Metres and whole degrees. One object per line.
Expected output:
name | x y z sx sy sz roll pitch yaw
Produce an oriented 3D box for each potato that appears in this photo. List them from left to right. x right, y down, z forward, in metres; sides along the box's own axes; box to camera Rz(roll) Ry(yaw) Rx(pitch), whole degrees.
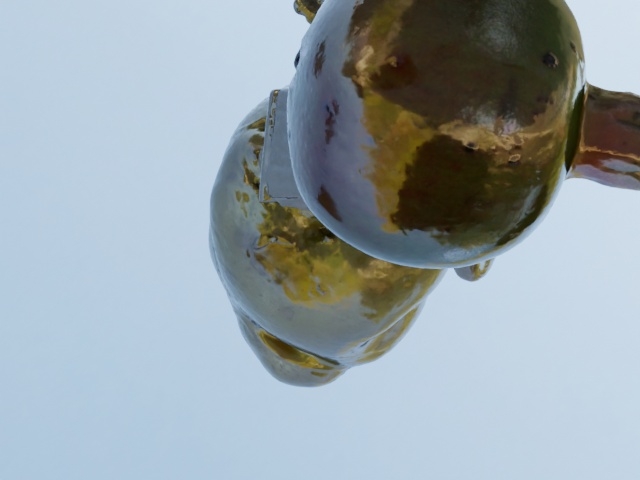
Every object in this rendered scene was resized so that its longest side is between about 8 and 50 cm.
potato | -0.001 0.003 1.540 0.202 0.351 0.218 -35 -106 -24

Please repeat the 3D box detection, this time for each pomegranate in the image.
pomegranate | 0.087 -0.066 0.945 0.209 0.180 0.180 16 -123 -2

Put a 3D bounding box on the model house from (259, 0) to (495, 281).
model house | 0.052 -0.093 1.304 0.188 0.122 0.229 10 -82 11
